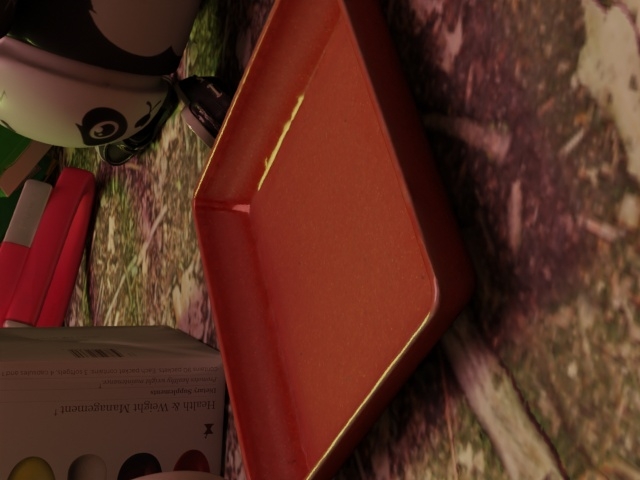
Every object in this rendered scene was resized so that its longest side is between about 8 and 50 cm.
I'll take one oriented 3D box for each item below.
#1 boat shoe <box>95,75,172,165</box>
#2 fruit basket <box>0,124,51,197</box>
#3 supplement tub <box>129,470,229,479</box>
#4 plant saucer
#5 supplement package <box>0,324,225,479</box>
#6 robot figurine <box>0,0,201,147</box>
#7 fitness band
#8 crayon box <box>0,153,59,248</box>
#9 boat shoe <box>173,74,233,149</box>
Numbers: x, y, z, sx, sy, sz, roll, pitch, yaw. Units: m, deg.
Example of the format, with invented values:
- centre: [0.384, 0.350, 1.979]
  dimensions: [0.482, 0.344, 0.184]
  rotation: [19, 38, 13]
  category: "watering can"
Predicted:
- centre: [-0.166, -0.101, 1.089]
  dimensions: [0.142, 0.049, 0.040]
  rotation: [-49, 46, 52]
  category: "boat shoe"
- centre: [-0.426, -0.148, 1.405]
  dimensions: [0.353, 0.165, 0.327]
  rotation: [-1, 48, 54]
  category: "fruit basket"
- centre: [-0.082, 0.258, 0.753]
  dimensions: [0.199, 0.144, 0.144]
  rotation: [-116, 36, -45]
  category: "supplement tub"
- centre: [0.000, 0.000, 0.706]
  dimensions: [0.259, 0.048, 0.258]
  rotation: [121, 143, -46]
  category: "plant saucer"
- centre: [-0.189, 0.175, 0.937]
  dimensions: [0.149, 0.194, 0.203]
  rotation: [-166, 78, -65]
  category: "supplement package"
- centre: [-0.163, -0.203, 0.888]
  dimensions: [0.173, 0.209, 0.278]
  rotation: [45, 118, 54]
  category: "robot figurine"
- centre: [-0.281, 0.059, 1.212]
  dimensions: [0.209, 0.054, 0.291]
  rotation: [107, 177, -59]
  category: "fitness band"
- centre: [-0.485, 0.067, 1.518]
  dimensions: [0.363, 0.106, 0.313]
  rotation: [-62, 12, -28]
  category: "crayon box"
- centre: [-0.081, -0.102, 0.907]
  dimensions: [0.038, 0.046, 0.125]
  rotation: [-39, 17, 5]
  category: "boat shoe"
